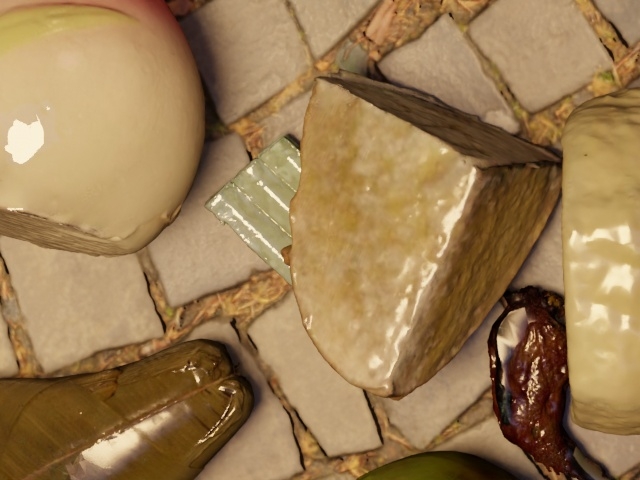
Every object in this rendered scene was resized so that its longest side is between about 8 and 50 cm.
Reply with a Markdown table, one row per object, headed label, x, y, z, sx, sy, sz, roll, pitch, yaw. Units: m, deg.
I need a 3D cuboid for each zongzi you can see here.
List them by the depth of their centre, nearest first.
| label | x | y | z | sx | sy | sz | roll | pitch | yaw |
| --- | --- | --- | --- | --- | --- | --- | --- | --- | --- |
| zongzi | -0.247 | 0.148 | 1.722 | 0.300 | 0.145 | 0.274 | 44 | 94 | 9 |

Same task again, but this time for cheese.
| label | x | y | z | sx | sy | sz | roll | pitch | yaw |
| --- | --- | --- | --- | --- | --- | --- | --- | --- | --- |
| cheese | 0.283 | 0.028 | 1.586 | 0.115 | 0.326 | 0.318 | 0 | 59 | 12 |

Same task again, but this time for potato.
| label | x | y | z | sx | sy | sz | roll | pitch | yaw |
| --- | --- | --- | --- | --- | --- | --- | --- | --- | --- |
| potato | 0.077 | -0.004 | 1.655 | 0.211 | 0.189 | 0.264 | 25 | 99 | 26 |

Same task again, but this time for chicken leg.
| label | x | y | z | sx | sy | sz | roll | pitch | yaw |
| --- | --- | --- | --- | --- | --- | --- | --- | --- | --- |
| chicken leg | 0.227 | 0.167 | 1.715 | 0.106 | 0.051 | 0.253 | -22 | 97 | 3 |

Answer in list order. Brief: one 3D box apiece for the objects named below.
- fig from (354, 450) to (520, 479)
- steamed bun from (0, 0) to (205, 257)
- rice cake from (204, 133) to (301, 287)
| label | x | y | z | sx | sy | sz | roll | pitch | yaw |
| --- | --- | --- | --- | --- | --- | --- | --- | --- | --- |
| fig | 0.110 | 0.295 | 1.677 | 0.230 | 0.207 | 0.207 | 34 | 101 | 35 |
| steamed bun | -0.244 | -0.145 | 1.616 | 0.309 | 0.309 | 0.309 | 1 | 97 | 6 |
| rice cake | 0.000 | 0.000 | 1.722 | 0.124 | 0.038 | 0.211 | -42 | 92 | 8 |
